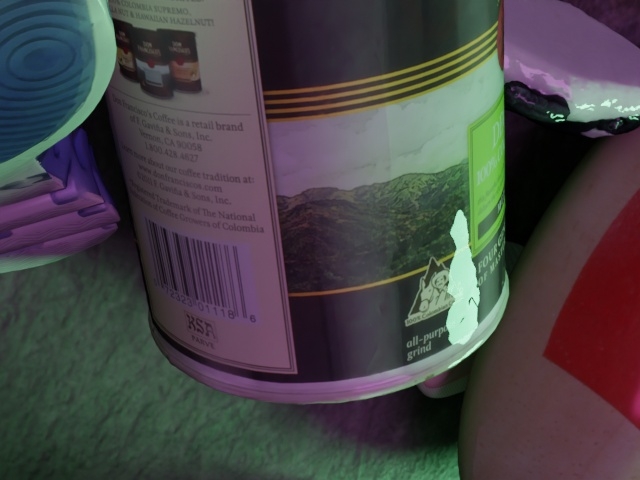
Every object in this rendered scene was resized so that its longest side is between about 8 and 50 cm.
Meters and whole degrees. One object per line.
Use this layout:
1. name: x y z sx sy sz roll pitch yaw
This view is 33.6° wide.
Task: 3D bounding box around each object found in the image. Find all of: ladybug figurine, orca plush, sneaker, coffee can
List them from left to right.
1. sneaker: -0.169 -0.102 0.448 0.127 0.315 0.182 -17 79 -13
2. coffee can: -0.009 -0.089 0.522 0.201 0.201 0.275 -22 124 -26
3. orca plush: 0.084 -0.110 0.701 0.287 0.151 0.102 3 140 -26
4. sneaker: 0.112 0.064 0.806 0.134 0.051 0.070 -46 138 -21
5. ladybug figurine: 0.281 0.046 0.810 0.449 0.162 0.305 -56 139 -10
